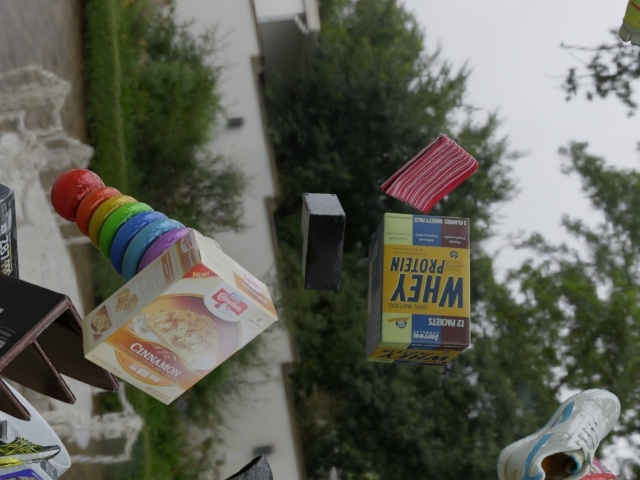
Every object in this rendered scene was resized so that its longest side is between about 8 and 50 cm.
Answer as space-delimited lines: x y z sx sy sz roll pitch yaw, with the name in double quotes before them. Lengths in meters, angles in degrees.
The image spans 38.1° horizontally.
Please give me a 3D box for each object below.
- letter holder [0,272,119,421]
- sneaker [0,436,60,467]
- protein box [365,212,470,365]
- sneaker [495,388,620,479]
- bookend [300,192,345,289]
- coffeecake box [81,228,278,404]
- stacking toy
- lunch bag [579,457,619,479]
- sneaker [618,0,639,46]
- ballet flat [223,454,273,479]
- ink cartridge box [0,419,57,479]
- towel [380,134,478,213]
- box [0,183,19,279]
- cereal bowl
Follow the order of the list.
"letter holder" -0.482 0.176 1.415 0.301 0.152 0.214 13 -42 37
"sneaker" -0.372 0.264 1.174 0.031 0.083 0.035 127 -46 -59
"protein box" 0.151 0.084 1.486 0.200 0.136 0.201 105 -12 -73
"sneaker" 0.369 0.302 1.363 0.092 0.228 0.087 9 -54 60
"bookend" 0.000 0.000 1.877 0.156 0.072 0.157 -110 -157 -71
"coffeecake box" -0.169 0.095 1.117 0.142 0.185 0.068 41 16 -39
"stacking toy" -0.305 -0.010 1.453 0.330 0.141 0.141 32 -38 30
"lunch bag" 0.427 0.458 1.539 0.120 0.293 0.258 -51 -125 21
"sneaker" 0.512 -0.307 1.269 0.208 0.081 0.094 17 -53 31
"ballet flat" -0.137 0.285 1.056 0.057 0.173 0.049 147 -67 -64
"ink cartridge box" -0.576 0.382 1.546 0.206 0.208 0.045 75 1 -53
"towel" 0.272 -0.156 2.258 0.031 0.199 0.275 55 16 23
"box" -0.782 -0.043 1.808 0.318 0.395 0.097 105 12 -47
"cereal bowl" -0.736 0.445 2.118 0.339 0.141 0.339 44 -9 8
